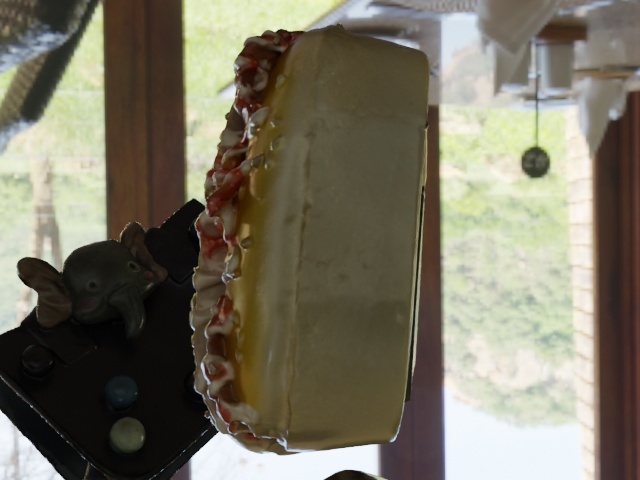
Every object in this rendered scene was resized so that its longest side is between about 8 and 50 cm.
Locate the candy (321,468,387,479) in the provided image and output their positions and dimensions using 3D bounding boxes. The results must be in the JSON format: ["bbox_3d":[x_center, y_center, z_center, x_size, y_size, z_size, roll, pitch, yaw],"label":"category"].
[{"bbox_3d":[0.058,0.366,1.006,0.102,0.233,0.104,-14,-163,-17],"label":"candy"}]

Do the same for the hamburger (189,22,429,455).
[{"bbox_3d":[0.000,0.000,0.648,0.152,0.295,0.227,1,171,9],"label":"hamburger"}]

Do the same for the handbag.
[{"bbox_3d":[-0.192,0.100,1.034,0.326,0.269,0.118,-41,166,-37],"label":"handbag"}]
